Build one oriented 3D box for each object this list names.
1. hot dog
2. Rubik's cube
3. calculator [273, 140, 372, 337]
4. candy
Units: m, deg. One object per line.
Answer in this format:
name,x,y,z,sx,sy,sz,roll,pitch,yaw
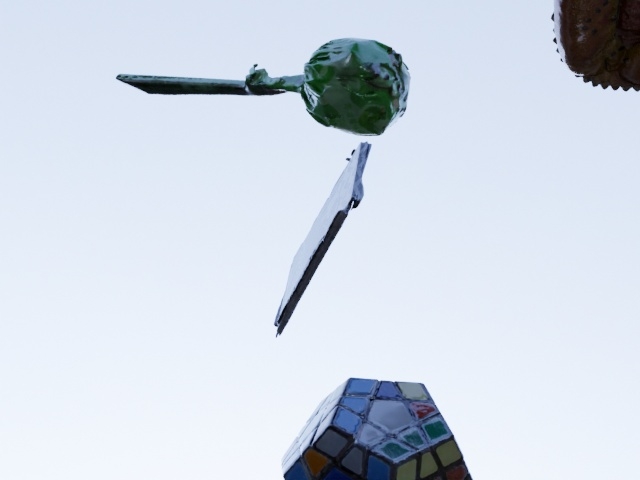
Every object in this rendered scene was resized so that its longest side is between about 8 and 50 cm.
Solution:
hot dog,0.272,-0.248,0.961,0.144,0.075,0.268,14,-51,10
Rubik's cube,0.031,0.128,0.622,0.111,0.093,0.111,2,-29,1
calculator,0.001,0.000,1.569,0.028,0.166,0.274,24,-50,-7
candy,-0.067,-0.149,1.096,0.323,0.097,0.097,5,-48,27
